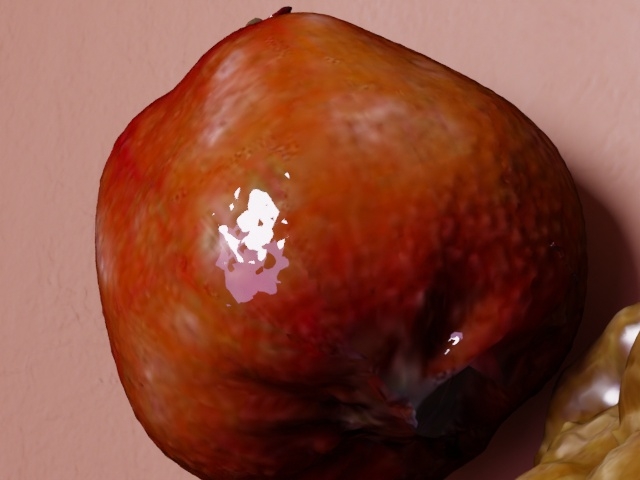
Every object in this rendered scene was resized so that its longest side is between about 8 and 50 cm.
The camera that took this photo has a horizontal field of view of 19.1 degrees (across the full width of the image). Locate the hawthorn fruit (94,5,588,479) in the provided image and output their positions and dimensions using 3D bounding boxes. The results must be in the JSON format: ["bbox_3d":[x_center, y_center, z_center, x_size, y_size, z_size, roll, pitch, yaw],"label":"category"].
[{"bbox_3d":[-0.003,0.014,1.120,0.311,0.295,0.295,27,100,42],"label":"hawthorn fruit"}]

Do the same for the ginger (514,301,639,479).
[{"bbox_3d":[0.183,0.145,0.957,0.274,0.152,0.357,-60,9,-21],"label":"ginger"}]
